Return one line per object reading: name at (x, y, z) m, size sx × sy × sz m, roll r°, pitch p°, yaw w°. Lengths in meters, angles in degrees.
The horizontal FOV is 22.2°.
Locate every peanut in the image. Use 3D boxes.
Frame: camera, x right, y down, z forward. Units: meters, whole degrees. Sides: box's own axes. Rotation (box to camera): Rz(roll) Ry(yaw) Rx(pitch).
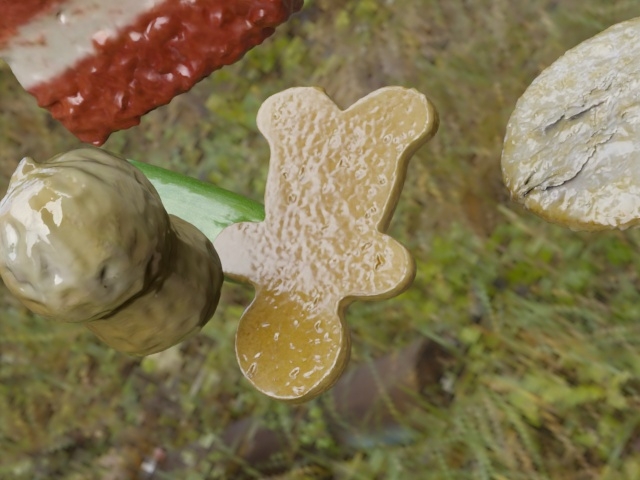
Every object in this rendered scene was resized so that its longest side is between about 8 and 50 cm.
peanut at (-0.125, 0.012, 1.030) m, size 0.101 × 0.263 × 0.117 m, roll -9°, pitch 71°, yaw 15°

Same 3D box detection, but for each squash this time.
squash at (-0.178, -0.030, 1.755) m, size 0.378 × 0.101 × 0.101 m, roll 15°, pitch 75°, yaw 35°

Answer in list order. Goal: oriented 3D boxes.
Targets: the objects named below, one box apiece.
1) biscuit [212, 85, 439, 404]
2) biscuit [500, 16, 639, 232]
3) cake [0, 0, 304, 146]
biscuit at (0.001, 0.001, 1.168) m, size 0.158 × 0.035 × 0.240 m, roll 8°, pitch 76°, yaw 28°
biscuit at (0.231, -0.091, 1.214) m, size 0.220 × 0.033 × 0.220 m, roll -23°, pitch 41°, yaw 22°
cake at (-0.177, -0.300, 1.391) m, size 0.270 × 0.319 × 0.269 m, roll -28°, pitch 27°, yaw 24°
